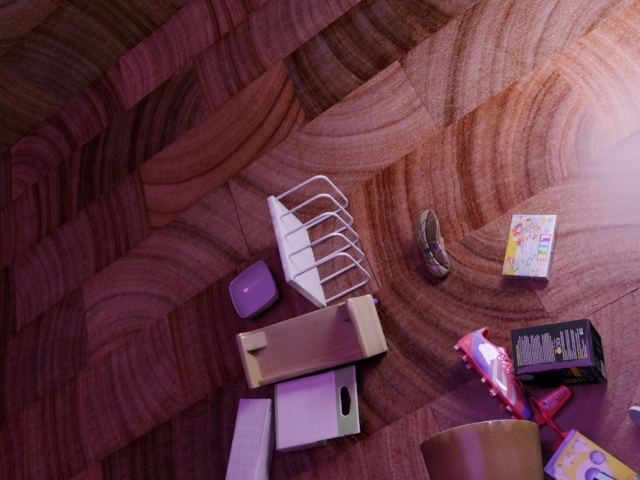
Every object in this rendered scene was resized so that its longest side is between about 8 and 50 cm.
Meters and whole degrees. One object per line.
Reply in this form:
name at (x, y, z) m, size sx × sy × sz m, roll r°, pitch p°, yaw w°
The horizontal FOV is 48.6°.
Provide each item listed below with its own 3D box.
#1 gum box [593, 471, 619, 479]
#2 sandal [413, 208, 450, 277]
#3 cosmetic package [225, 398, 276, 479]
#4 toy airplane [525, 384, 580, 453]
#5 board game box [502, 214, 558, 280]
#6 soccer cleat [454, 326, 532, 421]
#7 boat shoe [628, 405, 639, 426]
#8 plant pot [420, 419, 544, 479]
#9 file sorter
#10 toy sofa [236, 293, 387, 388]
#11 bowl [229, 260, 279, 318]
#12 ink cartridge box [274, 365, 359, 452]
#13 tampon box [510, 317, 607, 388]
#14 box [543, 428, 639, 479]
gum box at (0.544, 0.535, 1.260) m, size 0.157 × 0.041 × 0.184 m, roll 22°, pitch 106°, yaw 42°
sandal at (0.284, 0.010, 1.777) m, size 0.072 × 0.049 × 0.180 m, roll -27°, pitch 68°, yaw 27°
cosmetic package at (-0.172, 0.527, 1.798) m, size 0.098 × 0.060 × 0.239 m, roll -6°, pitch 63°, yaw 30°
toy airplane at (0.474, 0.371, 1.458) m, size 0.151 × 0.028 × 0.151 m, roll -17°, pitch 61°, yaw 33°
board game box at (0.487, 0.015, 1.643) m, size 0.103 × 0.026 × 0.154 m, roll 1°, pitch 67°, yaw 35°
soccer cleat at (0.386, 0.284, 1.526) m, size 0.095 × 0.083 × 0.248 m, roll -35°, pitch 41°, yaw -3°
boat shoe at (0.658, 0.347, 1.339) m, size 0.142 × 0.049 × 0.040 m, roll 21°, pitch 46°, yaw 42°
plant pot at (0.331, 0.502, 1.355) m, size 0.237 × 0.237 × 0.254 m, roll -22°, pitch 58°, yaw 24°
file sorter at (0.000, 0.000, 1.881) m, size 0.173 × 0.193 × 0.278 m, roll -27°, pitch 53°, yaw 16°
toy sofa at (-0.016, 0.258, 1.801) m, size 0.362 × 0.177 × 0.150 m, roll -20°, pitch 81°, yaw 25°
bowl at (-0.182, 0.147, 2.015) m, size 0.142 × 0.053 × 0.142 m, roll -37°, pitch 50°, yaw 12°
ink cartridge box at (-0.003, 0.417, 1.746) m, size 0.235 × 0.056 × 0.171 m, roll -17°, pitch 58°, yaw 23°
tampon box at (0.489, 0.238, 1.459) m, size 0.161 × 0.120 × 0.101 m, roll -13°, pitch 58°, yaw 29°
box at (0.531, 0.456, 1.349) m, size 0.179 × 0.043 × 0.105 m, roll 34°, pitch 88°, yaw 27°
